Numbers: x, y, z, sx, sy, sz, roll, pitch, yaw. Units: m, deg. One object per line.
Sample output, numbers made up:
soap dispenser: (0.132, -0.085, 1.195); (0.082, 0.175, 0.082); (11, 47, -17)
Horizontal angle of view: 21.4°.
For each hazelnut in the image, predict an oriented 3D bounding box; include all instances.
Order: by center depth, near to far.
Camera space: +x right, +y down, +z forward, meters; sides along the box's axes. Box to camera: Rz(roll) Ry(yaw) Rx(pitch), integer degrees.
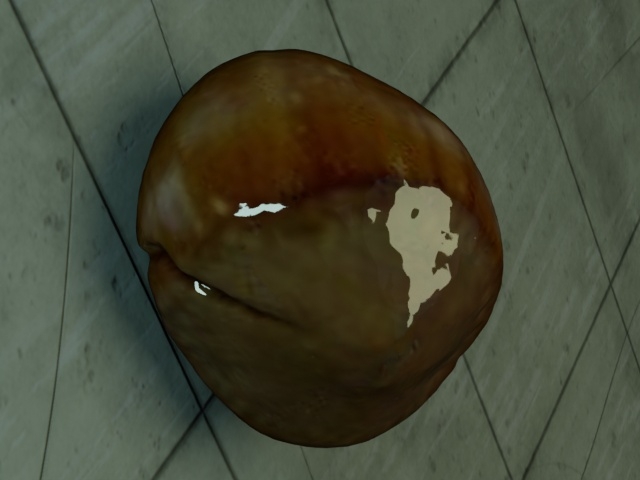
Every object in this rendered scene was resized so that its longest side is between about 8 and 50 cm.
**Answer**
hazelnut: (0.000, 0.000, 1.537); (0.372, 0.315, 0.372); (-12, 90, -90)
